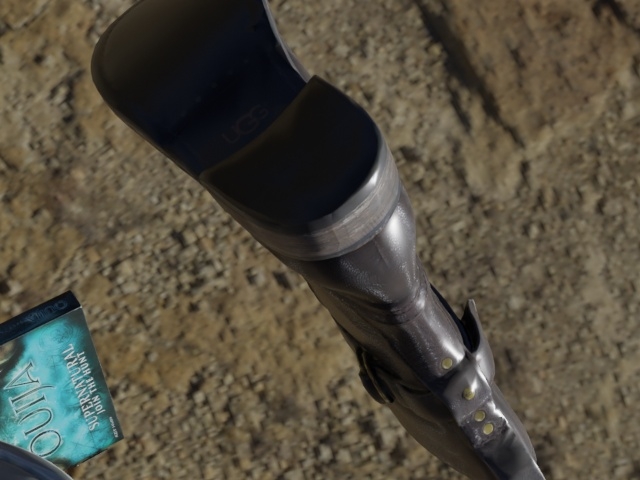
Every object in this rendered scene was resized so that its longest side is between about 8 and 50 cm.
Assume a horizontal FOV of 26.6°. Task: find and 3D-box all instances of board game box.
[{"bbox_3d":[-0.247,0.139,1.168,0.126,0.186,0.026,-27,48,-18],"label":"board game box"}]

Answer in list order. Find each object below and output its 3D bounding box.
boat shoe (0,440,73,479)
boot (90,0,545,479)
[{"bbox_3d":[-0.100,0.180,0.561,0.114,0.302,0.091,-39,142,-35],"label":"boat shoe"},{"bbox_3d":[0.000,0.000,0.667,0.263,0.091,0.229,52,-3,46],"label":"boot"}]
